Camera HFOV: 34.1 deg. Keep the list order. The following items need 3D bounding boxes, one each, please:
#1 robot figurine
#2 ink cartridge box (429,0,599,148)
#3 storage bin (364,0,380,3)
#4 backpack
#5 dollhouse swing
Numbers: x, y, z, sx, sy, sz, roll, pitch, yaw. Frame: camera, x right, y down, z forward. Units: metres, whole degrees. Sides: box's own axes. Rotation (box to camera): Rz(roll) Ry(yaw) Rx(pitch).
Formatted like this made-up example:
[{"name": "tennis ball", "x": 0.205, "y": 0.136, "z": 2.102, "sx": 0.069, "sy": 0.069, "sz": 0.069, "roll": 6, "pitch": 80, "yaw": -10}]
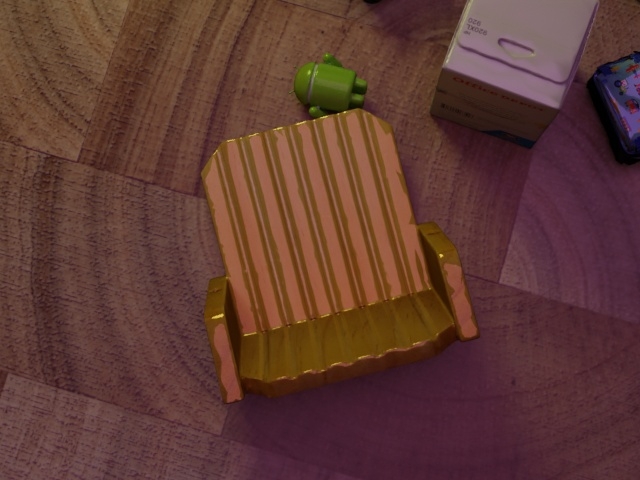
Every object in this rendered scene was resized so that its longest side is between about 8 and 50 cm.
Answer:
[{"name": "robot figurine", "x": 0.012, "y": -0.231, "z": 1.572, "sx": 0.115, "sy": 0.067, "sz": 0.101, "roll": 13, "pitch": 82, "yaw": 3}, {"name": "ink cartridge box", "x": 0.269, "y": -0.258, "z": 1.488, "sx": 0.171, "sy": 0.233, "sz": 0.168, "roll": 20, "pitch": 83, "yaw": 3}, {"name": "storage bin", "x": 0.075, "y": -0.472, "z": 1.597, "sx": 0.122, "sy": 0.084, "sz": 0.180, "roll": -34, "pitch": 84, "yaw": -4}, {"name": "backpack", "x": 0.499, "y": -0.210, "z": 1.530, "sx": 0.173, "sy": 0.117, "sz": 0.158, "roll": -20, "pitch": 82, "yaw": 4}, {"name": "dollhouse swing", "x": 0.000, "y": 0.000, "z": 1.442, "sx": 0.346, "sy": 0.315, "sz": 0.305, "roll": -13, "pitch": 102, "yaw": 0}]
